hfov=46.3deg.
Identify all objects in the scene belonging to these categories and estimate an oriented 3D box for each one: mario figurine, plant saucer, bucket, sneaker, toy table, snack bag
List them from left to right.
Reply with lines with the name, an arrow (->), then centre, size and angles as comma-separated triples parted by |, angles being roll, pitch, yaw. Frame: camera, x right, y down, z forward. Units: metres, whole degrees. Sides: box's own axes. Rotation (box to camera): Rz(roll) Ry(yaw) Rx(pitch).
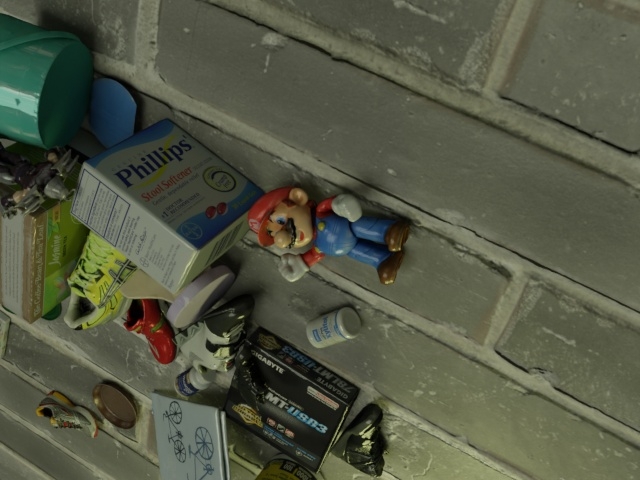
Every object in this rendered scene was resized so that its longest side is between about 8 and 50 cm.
bucket -> -0.619, -0.331, 1.589 | 0.183, 0.281, 0.281 | 17, 127, 3
sneaker -> -0.802, 0.570, 2.376 | 0.225, 0.093, 0.088 | 23, 127, 18
sneaker -> -0.490, 0.061, 1.713 | 0.145, 0.147, 0.384 | 29, 124, 15
plant saucer -> -0.613, 0.494, 2.254 | 0.169, 0.029, 0.168 | 16, 126, 23
sneaker -> -0.449, 0.209, 1.917 | 0.107, 0.118, 0.279 | 2, 119, 32
toy table -> -0.309, 0.078, 1.686 | 0.161, 0.252, 0.274 | 45, 165, 7
snack bag -> -0.352, 0.586, 2.039 | 0.343, 0.037, 0.323 | -2, 96, 47
sneaker -> -0.227, 0.231, 1.781 | 0.146, 0.122, 0.330 | 59, 141, 5
sneaker -> -0.161, 0.327, 1.770 | 0.089, 0.051, 0.170 | 31, 133, 15
mario figurine -> 0.000, 0.000, 1.471 | 0.321, 0.170, 0.198 | 15, 91, 14
sneaker -> 0.119, 0.469, 1.750 | 0.130, 0.087, 0.227 | 34, 133, 7

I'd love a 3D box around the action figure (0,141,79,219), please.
action figure -> -0.601, -0.137, 1.495 | 0.285, 0.185, 0.099 | 24, 141, 20

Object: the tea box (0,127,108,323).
tea box -> -0.633, -0.049, 1.738 | 0.220, 0.323, 0.329 | 30, 130, 13

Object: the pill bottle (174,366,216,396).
pill bottle -> -0.328, 0.366, 1.973 | 0.120, 0.067, 0.067 | -31, 99, 40

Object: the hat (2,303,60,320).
hat -> -0.884, 0.192, 2.133 | 0.209, 0.183, 0.173 | 34, 131, 10

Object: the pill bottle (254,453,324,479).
pill bottle -> -0.134, 0.716, 1.891 | 0.188, 0.334, 0.187 | 15, 125, 23

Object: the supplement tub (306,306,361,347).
supplement tub -> 0.029, 0.192, 1.642 | 0.107, 0.071, 0.071 | -25, 103, 38

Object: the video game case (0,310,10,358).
video game case -> -1.099, 0.253, 2.409 | 0.227, 0.026, 0.206 | 35, 131, 8

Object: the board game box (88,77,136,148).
board game box -> -0.457, -0.283, 1.679 | 0.133, 0.033, 0.168 | 30, 125, 19

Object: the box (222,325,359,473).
box -> -0.080, 0.396, 1.838 | 0.296, 0.073, 0.293 | 30, 131, 12

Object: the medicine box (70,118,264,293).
medicine box -> -0.314, -0.079, 1.560 | 0.289, 0.263, 0.149 | 37, 130, 6
